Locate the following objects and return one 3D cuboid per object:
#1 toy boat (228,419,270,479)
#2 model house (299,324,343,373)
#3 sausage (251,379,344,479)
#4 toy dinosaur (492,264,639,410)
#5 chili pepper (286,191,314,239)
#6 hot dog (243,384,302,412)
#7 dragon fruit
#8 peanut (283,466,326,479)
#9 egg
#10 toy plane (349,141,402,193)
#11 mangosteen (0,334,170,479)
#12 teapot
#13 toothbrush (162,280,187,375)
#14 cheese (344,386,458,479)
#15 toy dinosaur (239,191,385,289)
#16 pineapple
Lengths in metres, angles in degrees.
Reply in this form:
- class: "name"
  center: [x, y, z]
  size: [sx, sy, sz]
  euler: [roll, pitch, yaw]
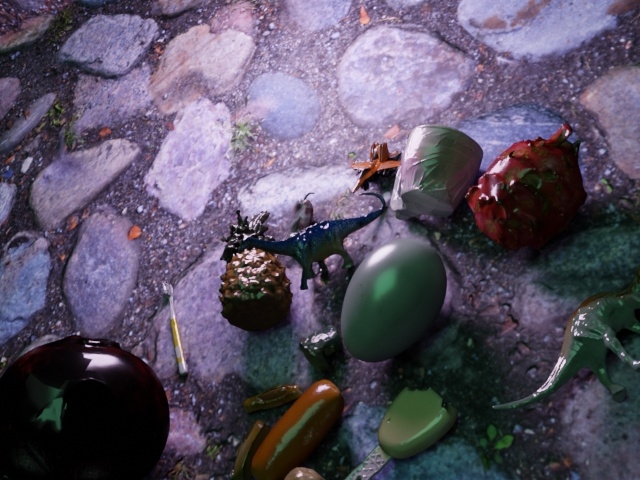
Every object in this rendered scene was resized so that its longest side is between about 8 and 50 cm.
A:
- class: "toy boat"
  center: [-0.145, 0.433, 2.001]
  size: [0.049, 0.047, 0.149]
  euler: [-8, 50, 48]
- class: "model house"
  center: [0.010, 0.221, 2.051]
  size: [0.083, 0.066, 0.079]
  euler: [-33, 31, -16]
- class: "sausage"
  center: [-0.044, 0.379, 1.938]
  size: [0.238, 0.098, 0.098]
  euler: [-48, 44, -8]
- class: "toy dinosaur"
  center: [0.473, 0.194, 1.712]
  size: [0.393, 0.092, 0.205]
  euler: [-36, 44, 9]
- class: "chili pepper"
  center: [-0.047, -0.041, 2.297]
  size: [0.050, 0.041, 0.153]
  euler: [-5, 70, 57]
- class: "hot dog"
  center: [-0.101, 0.325, 2.065]
  size: [0.137, 0.028, 0.044]
  euler: [-19, 42, 24]
- class: "dragon fruit"
  center: [0.412, -0.102, 1.909]
  size: [0.268, 0.210, 0.205]
  euler: [-54, 17, -6]
- class: "peanut"
  center: [-0.009, 0.525, 1.772]
  size: [0.111, 0.125, 0.274]
  euler: [-21, 47, -4]
- class: "egg"
  center: [0.140, 0.118, 1.941]
  size: [0.183, 0.183, 0.264]
  euler: [26, 82, 44]
- class: "toy plane"
  center: [0.115, -0.151, 2.243]
  size: [0.135, 0.062, 0.188]
  euler: [0, 44, 32]
- class: "mangosteen"
  center: [-0.494, 0.404, 2.050]
  size: [0.381, 0.381, 0.421]
  euler: [-22, 61, 20]
- class: "teapot"
  center: [0.220, -0.140, 2.098]
  size: [0.221, 0.163, 0.178]
  euler: [5, 65, 39]
- class: "toothbrush"
  center: [-0.343, 0.203, 2.331]
  size: [0.021, 0.024, 0.288]
  euler: [-30, 45, 11]
- class: "cheese"
  center: [0.135, 0.374, 1.842]
  size: [0.255, 0.050, 0.127]
  euler: [-44, 44, -2]
- class: "toy dinosaur"
  center: [-0.001, 0.012, 2.156]
  size: [0.363, 0.147, 0.076]
  euler: [-20, 17, -22]
- class: "pineapple"
  center: [-0.155, 0.043, 2.233]
  size: [0.169, 0.169, 0.340]
  euler: [-26, 43, 17]
